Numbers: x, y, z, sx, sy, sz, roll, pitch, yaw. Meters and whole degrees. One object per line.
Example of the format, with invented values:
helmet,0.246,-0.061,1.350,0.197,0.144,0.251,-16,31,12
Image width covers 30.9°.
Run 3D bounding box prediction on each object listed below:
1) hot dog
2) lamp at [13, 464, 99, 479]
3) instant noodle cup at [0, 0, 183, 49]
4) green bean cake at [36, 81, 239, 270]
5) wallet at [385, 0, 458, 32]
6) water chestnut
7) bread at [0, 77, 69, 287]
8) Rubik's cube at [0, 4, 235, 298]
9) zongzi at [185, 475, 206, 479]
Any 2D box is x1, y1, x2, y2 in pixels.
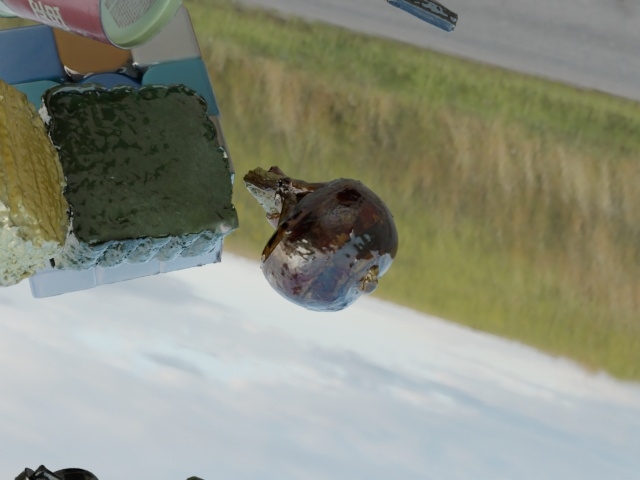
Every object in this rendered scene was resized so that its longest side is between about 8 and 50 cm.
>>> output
hot dog,-0.027,-0.047,2.064,0.123,0.093,0.261,-12,125,39
lamp,-0.336,0.387,1.549,0.172,0.147,0.227,42,-173,-32
instant noodle cup,-0.262,-0.331,1.306,0.178,0.234,0.235,28,-175,19
green bean cake,-0.253,-0.089,1.558,0.255,0.241,0.132,-9,161,-32
wallet,0.122,-0.409,1.852,0.149,0.044,0.250,21,-160,-29
water chestnut,0.000,0.000,1.834,0.238,0.223,0.224,44,-175,7
bread,-0.385,-0.070,1.367,0.121,0.245,0.174,-17,163,18
Rubik's cube,-0.357,-0.143,1.938,0.347,0.344,0.347,-12,156,-16
zongzi,-0.204,0.468,1.857,0.062,0.154,0.130,10,152,2
